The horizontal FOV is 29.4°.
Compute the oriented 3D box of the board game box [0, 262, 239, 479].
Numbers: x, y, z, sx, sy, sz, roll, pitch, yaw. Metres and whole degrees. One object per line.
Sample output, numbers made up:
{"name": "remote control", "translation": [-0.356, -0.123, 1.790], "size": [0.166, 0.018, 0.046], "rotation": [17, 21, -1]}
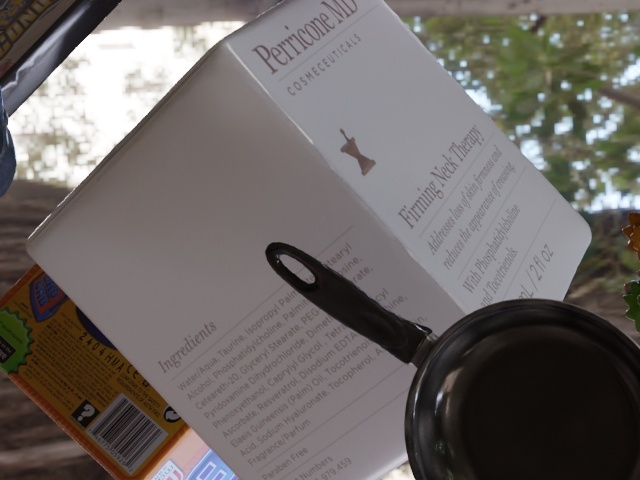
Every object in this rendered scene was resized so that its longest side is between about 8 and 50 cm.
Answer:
{"name": "board game box", "translation": [-0.182, 0.171, 1.683], "size": [0.356, 0.356, 0.356], "rotation": [35, -16, 31]}

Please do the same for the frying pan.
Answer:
{"name": "frying pan", "translation": [0.099, 0.126, 0.897], "size": [0.326, 0.053, 0.197], "rotation": [12, -83, 24]}

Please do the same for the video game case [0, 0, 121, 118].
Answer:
{"name": "video game case", "translation": [-0.299, -0.228, 1.174], "size": [0.248, 0.275, 0.035], "rotation": [35, -10, 46]}

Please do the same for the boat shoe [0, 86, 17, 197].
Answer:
{"name": "boat shoe", "translation": [-0.431, -0.140, 1.015], "size": [0.500, 0.187, 0.156], "rotation": [23, -26, 35]}

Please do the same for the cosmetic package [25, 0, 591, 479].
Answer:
{"name": "cosmetic package", "translation": [0.000, 0.000, 1.225], "size": [0.394, 0.329, 0.327], "rotation": [47, -57, -4]}

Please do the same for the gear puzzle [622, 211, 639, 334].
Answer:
{"name": "gear puzzle", "translation": [0.474, 0.115, 1.582], "size": [0.175, 0.044, 0.339], "rotation": [-14, -84, 49]}
